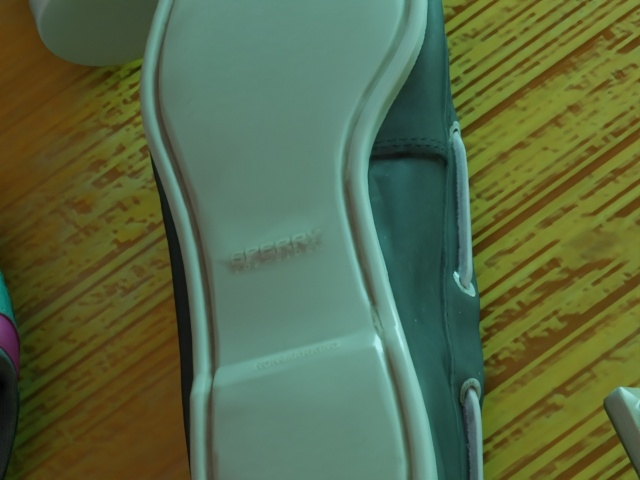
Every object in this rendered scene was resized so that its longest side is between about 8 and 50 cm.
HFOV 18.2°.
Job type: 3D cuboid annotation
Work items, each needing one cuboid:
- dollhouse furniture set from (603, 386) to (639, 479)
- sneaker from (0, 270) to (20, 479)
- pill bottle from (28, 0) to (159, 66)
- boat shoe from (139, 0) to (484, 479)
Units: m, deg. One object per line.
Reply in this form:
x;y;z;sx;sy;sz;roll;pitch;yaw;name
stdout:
0.034;0.210;0.518;0.174;0.303;0.355;-48;49;35;dollhouse furniture set
-0.226;0.093;0.724;0.295;0.124;0.178;-38;49;-6;sneaker
-0.102;-0.154;0.829;0.087;0.087;0.160;-22;59;5;pill bottle
0.000;0.000;0.725;0.112;0.095;0.335;-10;55;11;boat shoe
